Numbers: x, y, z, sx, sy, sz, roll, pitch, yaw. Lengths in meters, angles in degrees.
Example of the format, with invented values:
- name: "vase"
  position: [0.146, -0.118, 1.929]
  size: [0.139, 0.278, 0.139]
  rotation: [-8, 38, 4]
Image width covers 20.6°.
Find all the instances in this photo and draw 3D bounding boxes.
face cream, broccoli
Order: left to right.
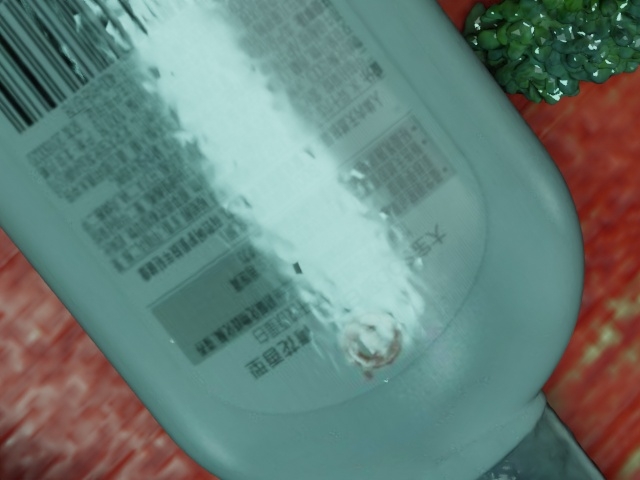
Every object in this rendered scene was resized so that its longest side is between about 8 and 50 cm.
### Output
- name: "face cream"
  position: [0.000, 0.000, 0.513]
  size: [0.144, 0.071, 0.291]
  rotation: [-38, 98, 9]
- name: "broccoli"
  position: [0.038, -0.124, 0.526]
  size: [0.204, 0.122, 0.118]
  rotation: [20, 71, 4]
